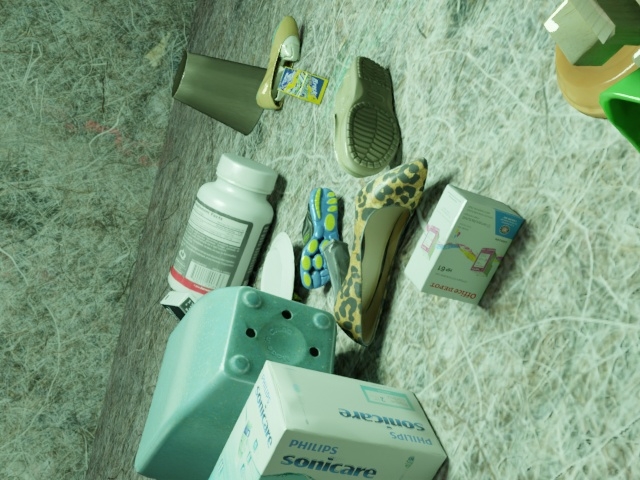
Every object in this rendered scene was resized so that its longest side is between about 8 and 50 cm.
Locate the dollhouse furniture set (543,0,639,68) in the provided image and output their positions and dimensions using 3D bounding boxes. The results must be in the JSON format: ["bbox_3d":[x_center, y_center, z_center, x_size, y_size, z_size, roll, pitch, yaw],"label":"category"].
[{"bbox_3d":[0.247,-0.291,0.484,0.174,0.356,0.303,-48,63,46],"label":"dollhouse furniture set"}]

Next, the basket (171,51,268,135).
[{"bbox_3d":[-0.270,-0.408,1.899,0.204,0.227,0.154,-57,29,33],"label":"basket"}]

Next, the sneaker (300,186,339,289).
[{"bbox_3d":[0.000,0.000,1.260,0.078,0.067,0.188,107,168,-67],"label":"sneaker"}]

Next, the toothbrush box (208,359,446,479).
[{"bbox_3d":[-0.017,0.317,0.880,0.295,0.217,0.126,-65,25,22],"label":"toothbrush box"}]

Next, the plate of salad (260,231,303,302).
[{"bbox_3d":[-0.074,0.083,1.373,0.200,0.048,0.199,-174,90,-71],"label":"plate of salad"}]

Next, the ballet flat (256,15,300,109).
[{"bbox_3d":[-0.087,-0.428,1.726,0.073,0.080,0.232,27,104,38],"label":"ballet flat"}]

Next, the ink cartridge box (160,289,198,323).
[{"bbox_3d":[-0.253,0.195,1.521,0.045,0.206,0.208,-44,15,-19],"label":"ink cartridge box"}]

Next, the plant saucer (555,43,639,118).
[{"bbox_3d":[0.312,-0.226,0.727,0.200,0.037,0.199,-45,37,47],"label":"plant saucer"}]

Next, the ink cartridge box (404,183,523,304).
[{"bbox_3d":[0.167,0.008,0.831,0.122,0.089,0.052,-66,27,19],"label":"ink cartridge box"}]

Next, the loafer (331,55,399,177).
[{"bbox_3d":[0.069,-0.194,1.181,0.092,0.102,0.268,-50,23,45],"label":"loafer"}]

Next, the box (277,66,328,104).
[{"bbox_3d":[-0.042,-0.344,1.567,0.059,0.054,0.169,-70,24,10],"label":"box"}]

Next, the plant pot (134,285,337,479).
[{"bbox_3d":[-0.097,0.206,1.020,0.252,0.248,0.247,123,161,-47],"label":"plant pot"}]

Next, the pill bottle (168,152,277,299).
[{"bbox_3d":[-0.209,-0.024,1.578,0.318,0.177,0.176,-68,24,12],"label":"pill bottle"}]

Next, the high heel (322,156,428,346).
[{"bbox_3d":[0.097,0.021,1.005,0.261,0.093,0.186,-51,42,40],"label":"high heel"}]

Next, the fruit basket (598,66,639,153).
[{"bbox_3d":[0.300,0.059,0.326,0.392,0.283,0.392,-39,30,28],"label":"fruit basket"}]
